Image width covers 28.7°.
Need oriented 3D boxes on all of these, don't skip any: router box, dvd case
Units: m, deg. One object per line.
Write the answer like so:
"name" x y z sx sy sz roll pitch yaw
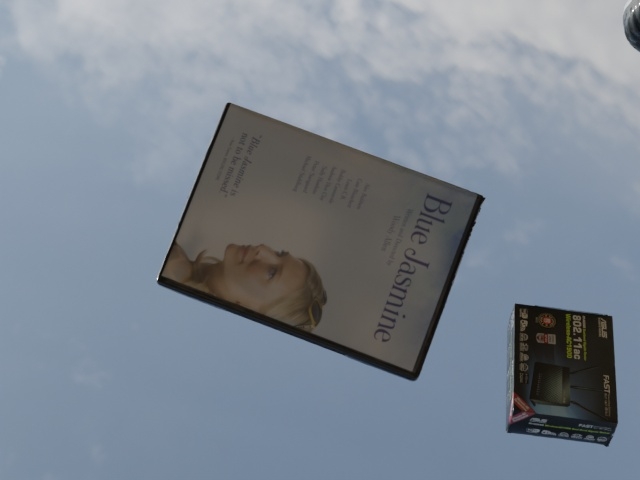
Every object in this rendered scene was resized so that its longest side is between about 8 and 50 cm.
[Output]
"router box" 0.214 0.118 1.114 0.092 0.038 0.122 7 -130 1
"dvd case" 0.000 0.000 1.129 0.253 0.180 0.022 20 172 3

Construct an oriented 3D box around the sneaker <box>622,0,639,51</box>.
"sneaker" 0.209 -0.163 0.554 0.080 0.211 0.081 17 -134 -21
